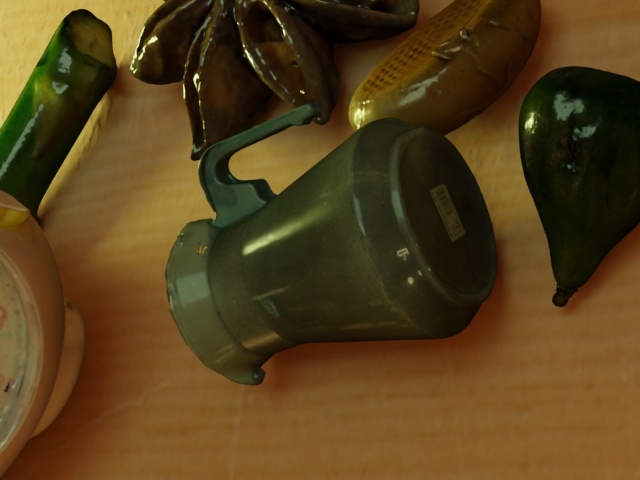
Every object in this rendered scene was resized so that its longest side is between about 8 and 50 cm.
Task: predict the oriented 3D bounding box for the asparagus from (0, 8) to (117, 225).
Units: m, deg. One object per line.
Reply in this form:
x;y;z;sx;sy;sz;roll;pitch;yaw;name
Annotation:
-0.293;-0.068;1.408;0.085;0.082;0.343;28;85;34;asparagus

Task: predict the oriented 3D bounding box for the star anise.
-0.049;-0.227;1.315;0.315;0.108;0.315;-17;57;27;star anise

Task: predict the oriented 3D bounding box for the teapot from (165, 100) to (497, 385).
0.000;0.000;1.130;0.225;0.171;0.203;-21;88;30;teapot

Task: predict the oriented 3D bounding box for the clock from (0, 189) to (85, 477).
-0.400;0.109;1.248;0.250;0.368;0.376;31;104;65;clock

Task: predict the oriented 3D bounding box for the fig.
0.200;-0.039;1.070;0.117;0.117;0.177;1;91;33;fig

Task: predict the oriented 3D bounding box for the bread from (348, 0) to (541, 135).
0.107;-0.139;1.183;0.189;0.077;0.114;-38;18;-6;bread
